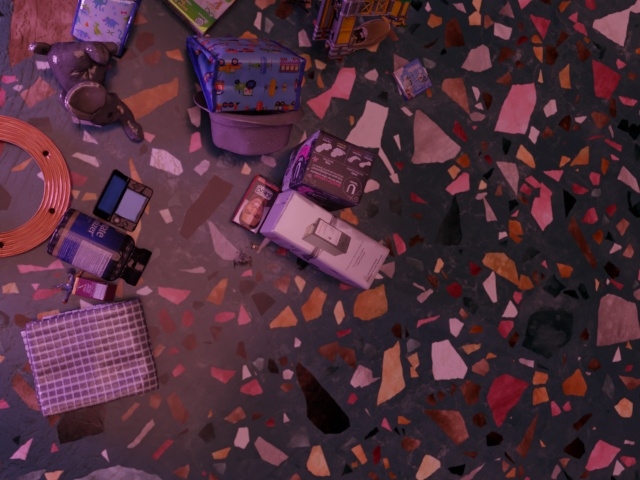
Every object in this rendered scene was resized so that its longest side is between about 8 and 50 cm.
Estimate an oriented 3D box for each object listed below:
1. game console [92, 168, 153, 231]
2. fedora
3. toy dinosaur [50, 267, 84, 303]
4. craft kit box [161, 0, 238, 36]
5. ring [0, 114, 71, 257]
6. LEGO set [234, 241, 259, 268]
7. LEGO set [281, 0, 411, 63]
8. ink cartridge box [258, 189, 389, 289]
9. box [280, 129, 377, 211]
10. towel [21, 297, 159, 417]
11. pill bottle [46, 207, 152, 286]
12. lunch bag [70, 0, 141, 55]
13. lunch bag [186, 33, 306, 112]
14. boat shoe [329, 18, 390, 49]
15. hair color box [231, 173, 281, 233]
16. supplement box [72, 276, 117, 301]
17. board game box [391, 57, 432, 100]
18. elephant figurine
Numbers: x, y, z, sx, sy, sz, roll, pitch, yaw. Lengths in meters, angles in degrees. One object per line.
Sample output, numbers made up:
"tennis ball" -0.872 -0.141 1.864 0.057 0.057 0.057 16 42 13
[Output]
"game console" -0.482 -0.096 1.571 0.107 0.071 0.122 27 82 -14
"fedora" -0.181 -0.292 1.613 0.275 0.244 0.124 -5 120 -21
"toy dinosaur" -0.602 0.112 1.550 0.090 0.047 0.082 -8 110 -27
"craft kit box" -0.314 -0.693 1.640 0.250 0.061 0.247 43 76 -12
"ring" -0.765 -0.127 1.508 0.336 0.032 0.337 0 89 -16
"LEGO set" -0.196 0.041 1.679 0.054 0.023 0.083 26 82 -15
"LEGO set" 0.063 -0.606 1.676 0.255 0.192 0.331 -23 59 -35
"ink cartridge box" 0.000 0.000 1.644 0.289 0.211 0.122 31 82 -13
"box" 0.009 -0.168 1.627 0.163 0.247 0.142 20 82 -15
"towel" -0.544 0.277 1.522 0.283 0.121 0.235 -13 92 -16
"pill bottle" -0.523 0.023 1.531 0.219 0.123 0.123 27 82 -15
"lunch bag" -0.522 -0.542 1.556 0.128 0.096 0.151 22 112 -15
"lunch bag" -0.194 -0.442 1.569 0.220 0.293 0.138 -6 131 -23
"boat shoe" 0.118 -0.561 1.757 0.190 0.072 0.068 -29 97 -15
"hair color box" -0.168 -0.095 1.680 0.072 0.043 0.141 29 82 -15
"supplement box" -0.544 0.118 1.544 0.083 0.055 0.043 13 85 7
"board game box" 0.261 -0.458 1.826 0.090 0.020 0.090 -33 97 -14
"elephant figurine" -0.546 -0.347 1.523 0.186 0.169 0.240 2 106 11
